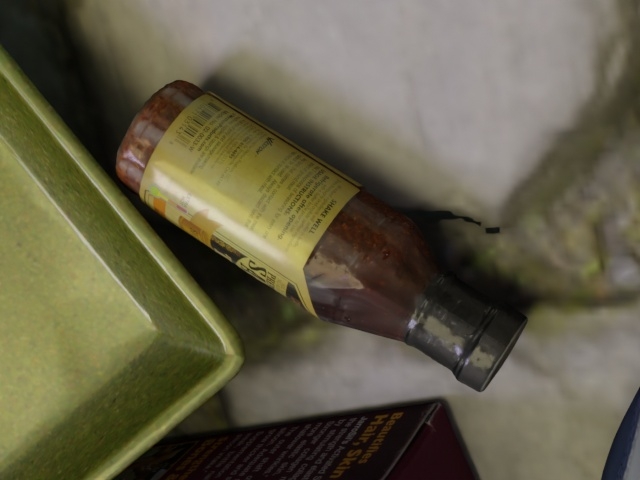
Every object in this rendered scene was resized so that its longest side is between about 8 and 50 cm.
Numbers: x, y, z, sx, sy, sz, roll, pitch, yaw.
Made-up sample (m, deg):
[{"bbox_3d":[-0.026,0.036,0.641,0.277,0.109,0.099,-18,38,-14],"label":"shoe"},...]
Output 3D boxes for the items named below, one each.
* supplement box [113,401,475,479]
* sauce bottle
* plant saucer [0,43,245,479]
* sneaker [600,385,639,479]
[{"bbox_3d":[-0.043,0.123,0.446,0.188,0.104,0.081,-13,108,35],"label":"supplement box"},{"bbox_3d":[0.000,0.000,0.394,0.128,0.042,0.042,33,127,14],"label":"sauce bottle"},{"bbox_3d":[-0.146,0.022,0.431,0.188,0.045,0.188,-40,86,7],"label":"plant saucer"},{"bbox_3d":[0.120,0.052,0.294,0.112,0.131,0.319,24,125,18],"label":"sneaker"}]
